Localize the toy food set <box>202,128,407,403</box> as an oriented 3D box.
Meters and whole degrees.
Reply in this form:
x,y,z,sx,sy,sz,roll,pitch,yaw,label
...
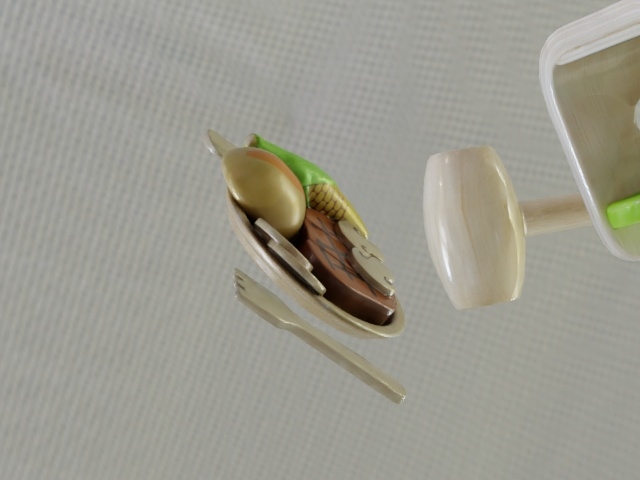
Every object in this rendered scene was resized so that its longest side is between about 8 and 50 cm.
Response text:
x,y,z,sx,sy,sz,roll,pitch,yaw,label
0.000,0.000,1.004,0.132,0.192,0.038,34,-72,-24,toy food set

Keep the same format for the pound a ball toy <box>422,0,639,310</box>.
x,y,z,sx,sy,sz,roll,pitch,yaw,label
0.207,-0.087,0.848,0.319,0.208,0.135,-21,-87,-21,pound a ball toy
